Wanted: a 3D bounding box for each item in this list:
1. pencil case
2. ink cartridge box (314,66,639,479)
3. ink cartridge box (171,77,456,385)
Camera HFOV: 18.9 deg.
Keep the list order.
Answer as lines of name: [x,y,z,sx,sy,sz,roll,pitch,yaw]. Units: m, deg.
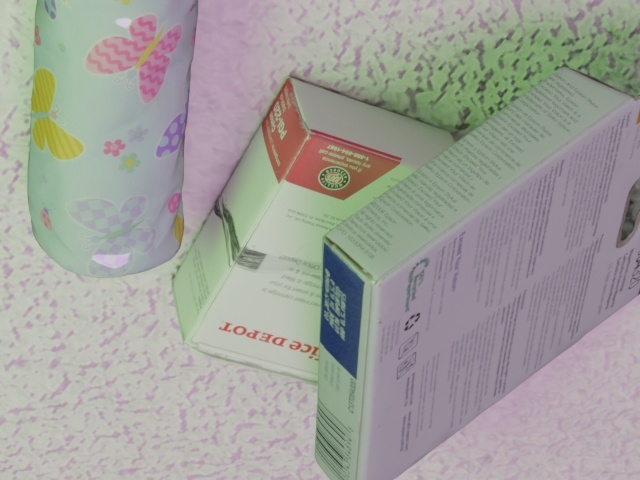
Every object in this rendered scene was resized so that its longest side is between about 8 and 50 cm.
pencil case: [-0.144,-0.104,1.384,0.124,0.113,0.273,-18,134,-29]
ink cartridge box: [0.137,0.020,1.494,0.330,0.071,0.324,-35,152,-24]
ink cartridge box: [0.000,0.000,1.515,0.158,0.092,0.218,17,119,-25]
